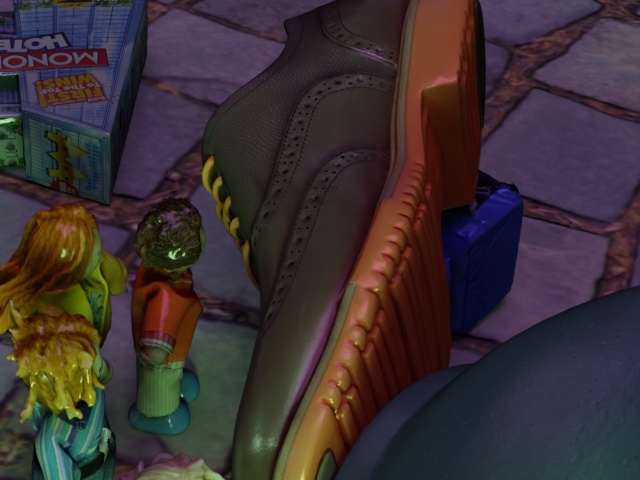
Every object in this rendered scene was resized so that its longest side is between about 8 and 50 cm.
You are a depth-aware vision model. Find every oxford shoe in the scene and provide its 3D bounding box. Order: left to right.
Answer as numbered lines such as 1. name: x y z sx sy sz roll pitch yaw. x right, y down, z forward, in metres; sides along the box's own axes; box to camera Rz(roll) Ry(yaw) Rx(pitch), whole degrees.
1. oxford shoe: 0.000 0.000 0.634 0.133 0.130 0.363 2 41 15

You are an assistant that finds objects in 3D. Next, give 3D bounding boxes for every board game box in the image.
1. board game box: -0.206 -0.102 0.882 0.194 0.060 0.194 -4 39 -13

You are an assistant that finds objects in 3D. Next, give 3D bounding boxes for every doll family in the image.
1. doll family: -0.109 0.080 0.584 0.118 0.163 0.263 0 39 -8

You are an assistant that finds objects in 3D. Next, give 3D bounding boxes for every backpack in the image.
1. backpack: 0.049 -0.006 0.767 0.120 0.098 0.101 32 49 28

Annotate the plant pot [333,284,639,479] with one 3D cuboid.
1. plant pot: 0.120 0.144 0.476 0.196 0.293 0.293 7 29 46
